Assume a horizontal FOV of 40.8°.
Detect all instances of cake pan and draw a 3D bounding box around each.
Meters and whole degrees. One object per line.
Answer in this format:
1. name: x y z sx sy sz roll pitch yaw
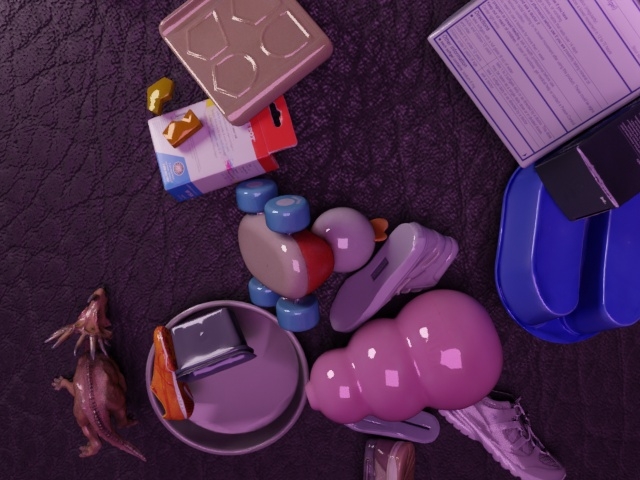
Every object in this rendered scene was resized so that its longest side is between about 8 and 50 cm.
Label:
1. cake pan: -0.166 0.244 1.562 0.293 0.054 0.293 0 101 0

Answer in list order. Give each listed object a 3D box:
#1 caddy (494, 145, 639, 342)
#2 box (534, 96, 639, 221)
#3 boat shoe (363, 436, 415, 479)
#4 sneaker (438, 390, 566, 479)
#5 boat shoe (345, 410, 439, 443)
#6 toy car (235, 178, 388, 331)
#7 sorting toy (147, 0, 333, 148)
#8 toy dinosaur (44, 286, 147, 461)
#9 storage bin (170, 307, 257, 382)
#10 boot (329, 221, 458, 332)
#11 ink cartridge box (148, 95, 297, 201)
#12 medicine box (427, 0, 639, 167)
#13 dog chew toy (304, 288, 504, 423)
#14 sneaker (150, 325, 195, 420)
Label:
1. caddy: 0.426 0.002 1.443 0.241 0.179 0.341 10 83 -10
2. box: 0.455 -0.133 1.294 0.207 0.153 0.108 -34 90 -13
3. boat shoe: 0.113 0.483 1.592 0.092 0.103 0.285 18 119 27
4. sneaker: 0.341 0.336 1.553 0.281 0.105 0.115 37 100 -6
5. boat shoe: 0.101 0.319 1.564 0.226 0.076 0.083 24 72 -4
6. toy car: 0.000 0.000 1.474 0.238 0.210 0.219 -17 116 -25
7. sorting toy: -0.161 -0.300 1.421 0.307 0.041 0.229 -38 76 0
8. toy dinosaur: -0.389 0.245 1.482 0.127 0.295 0.200 -14 143 -21
9. storage bin: -0.188 0.178 1.483 0.135 0.098 0.091 -21 73 5
10. boot: 0.133 0.079 1.509 0.123 0.095 0.258 17 129 -35
11. ink cartridge box: -0.157 -0.168 1.443 0.231 0.078 0.134 -18 74 4
12. medicine box: 0.368 -0.310 1.360 0.289 0.149 0.263 -34 100 26
13. dog chew toy: 0.135 0.211 1.462 0.332 0.206 0.206 -19 101 -2
14. sneaker: -0.272 0.235 1.504 0.067 0.064 0.175 -8 99 12
